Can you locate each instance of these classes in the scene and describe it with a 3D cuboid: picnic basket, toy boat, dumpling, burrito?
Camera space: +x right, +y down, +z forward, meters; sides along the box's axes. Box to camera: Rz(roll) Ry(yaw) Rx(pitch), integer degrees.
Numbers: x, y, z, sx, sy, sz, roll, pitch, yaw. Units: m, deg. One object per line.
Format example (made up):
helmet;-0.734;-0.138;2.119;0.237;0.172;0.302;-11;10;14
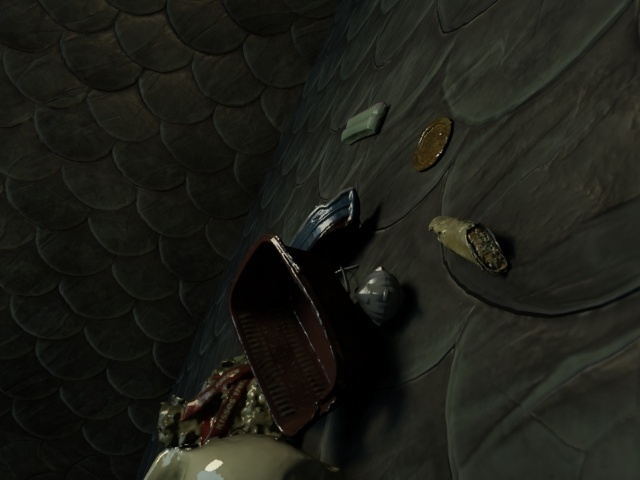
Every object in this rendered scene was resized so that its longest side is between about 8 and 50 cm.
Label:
picnic basket;-0.026;0.140;0.739;0.297;0.129;0.223;58;131;33
toy boat;0.000;0.000;1.003;0.309;0.128;0.143;-56;31;37
dumpling;-0.104;0.386;0.621;0.243;0.175;0.227;-5;73;35
burrito;0.184;-0.002;0.576;0.041;0.055;0.149;-35;17;0

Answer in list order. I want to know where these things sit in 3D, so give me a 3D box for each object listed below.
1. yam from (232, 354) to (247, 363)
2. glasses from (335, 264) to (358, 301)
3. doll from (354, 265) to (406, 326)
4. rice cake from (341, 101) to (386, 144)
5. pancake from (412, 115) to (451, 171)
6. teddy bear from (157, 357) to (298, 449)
yam;-0.261;0.398;1.406;0.169;0.068;0.069;-41;31;56
glasses;0.029;0.083;0.912;0.139;0.062;0.104;-25;42;54
doll;0.088;0.091;0.722;0.180;0.079;0.094;128;147;-76
rice cake;0.113;-0.314;1.216;0.080;0.042;0.221;-70;16;-3
pancake;0.201;-0.176;0.812;0.115;0.011;0.115;-54;23;35
teddy bear;-0.127;0.283;0.910;0.357;0.224;0.368;-4;61;50
